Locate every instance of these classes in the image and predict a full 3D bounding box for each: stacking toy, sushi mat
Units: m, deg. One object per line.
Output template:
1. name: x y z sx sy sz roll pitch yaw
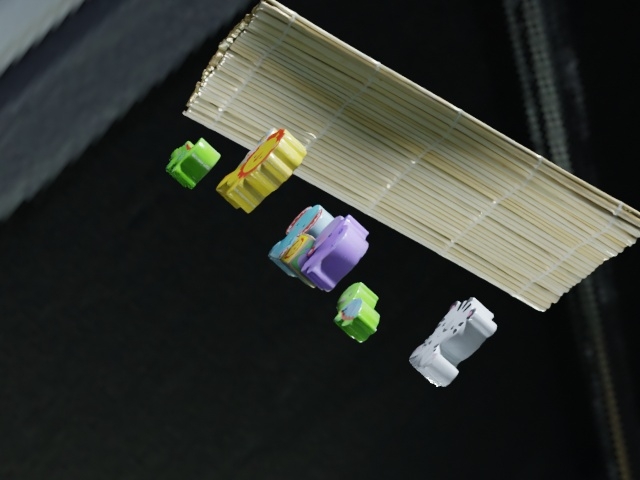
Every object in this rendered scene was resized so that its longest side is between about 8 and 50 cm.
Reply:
1. stacking toy: 0.000 0.000 1.107 0.167 0.221 0.052 43 -96 -15
2. sushi mat: 0.062 -0.055 1.333 0.151 0.316 0.019 -48 15 55
